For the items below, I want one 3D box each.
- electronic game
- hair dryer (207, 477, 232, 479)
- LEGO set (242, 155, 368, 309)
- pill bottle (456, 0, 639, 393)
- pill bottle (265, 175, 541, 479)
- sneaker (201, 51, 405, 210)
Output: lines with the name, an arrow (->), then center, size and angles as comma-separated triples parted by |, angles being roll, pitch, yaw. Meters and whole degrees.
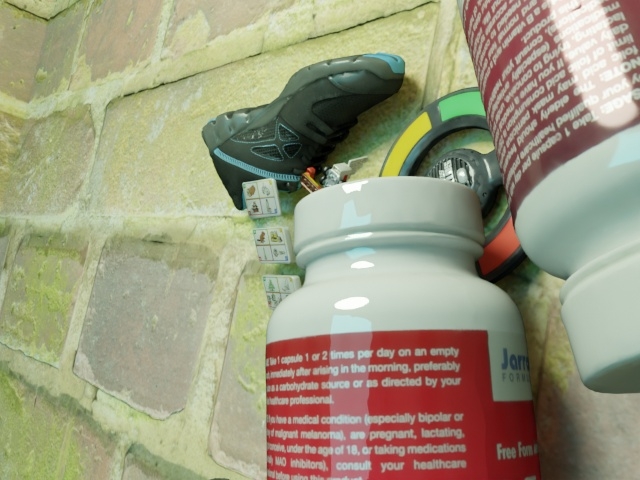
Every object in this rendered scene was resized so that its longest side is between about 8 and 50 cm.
electronic game -> 0.146, -0.055, 0.701 | 0.229, 0.048, 0.229 | -18, 64, 43
hair dryer -> -0.059, 0.313, 0.694 | 0.224, 0.080, 0.293 | 15, 60, 50
LEGO set -> 0.000, 0.000, 0.815 | 0.244, 0.060, 0.182 | -4, 100, 53
pill bottle -> 0.239, -0.102, 0.485 | 0.224, 0.224, 0.391 | -28, 58, 39
pill bottle -> 0.067, 0.165, 0.561 | 0.229, 0.229, 0.407 | -15, 71, 44
sneaker -> -0.016, -0.143, 0.878 | 0.341, 0.125, 0.139 | -19, 87, 43
